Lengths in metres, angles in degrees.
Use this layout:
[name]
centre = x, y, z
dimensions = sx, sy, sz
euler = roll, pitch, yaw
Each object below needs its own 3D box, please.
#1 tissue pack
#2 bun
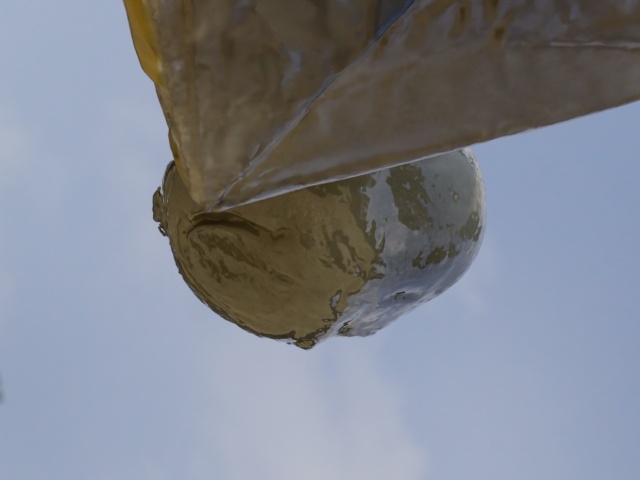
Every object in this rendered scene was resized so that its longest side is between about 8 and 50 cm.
[tissue pack]
centre = 0.019, -0.227, 0.930
dimensions = 0.382, 0.293, 0.228
euler = -110, -171, -50
[bun]
centre = 0.000, 0.000, 1.051
dimensions = 0.173, 0.166, 0.113
euler = -9, -93, 58
